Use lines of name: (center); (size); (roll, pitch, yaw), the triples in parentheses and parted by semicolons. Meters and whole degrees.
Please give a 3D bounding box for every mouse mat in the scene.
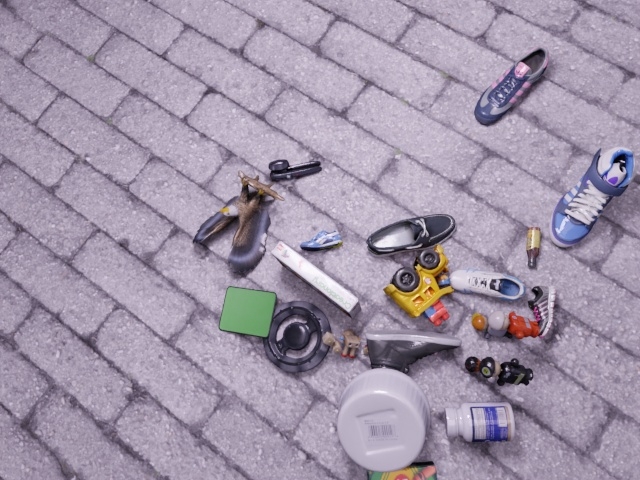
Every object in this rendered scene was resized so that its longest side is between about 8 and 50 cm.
mouse mat: (-0.241, 0.234, 1.789); (0.190, 0.007, 0.152); (6, 76, 22)

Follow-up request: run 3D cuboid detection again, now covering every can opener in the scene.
can opener: (-0.087, -0.245, 1.887); (0.186, 0.073, 0.059); (-4, 67, -3)

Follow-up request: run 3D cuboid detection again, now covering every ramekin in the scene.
ramekin: (0.178, 0.525, 1.567); (0.277, 0.135, 0.277); (2, 97, 12)

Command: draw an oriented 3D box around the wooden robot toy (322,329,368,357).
wooden robot toy: (0.081, 0.318, 1.718); (0.173, 0.079, 0.076); (12, 116, -19)

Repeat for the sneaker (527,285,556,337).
sneaker: (0.672, 0.214, 1.670); (0.075, 0.063, 0.170); (12, 73, 10)

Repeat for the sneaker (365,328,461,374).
sneaker: (0.284, 0.355, 1.671); (0.296, 0.104, 0.147); (1, 92, -2)

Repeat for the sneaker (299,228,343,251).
sneaker: (0.000, 0.000, 1.815); (0.144, 0.053, 0.059); (-10, 75, -4)

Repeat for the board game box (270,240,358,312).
board game box: (-0.009, 0.128, 1.709); (0.305, 0.193, 0.053); (36, 82, 15)

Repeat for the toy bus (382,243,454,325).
toy bus: (0.336, 0.149, 1.687); (0.220, 0.149, 0.211); (-40, 79, -6)

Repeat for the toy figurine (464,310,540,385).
toy figurine: (0.517, 0.311, 1.586); (0.148, 0.209, 0.213); (14, 81, -7)

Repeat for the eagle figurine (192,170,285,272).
eagle figurine: (-0.273, -0.076, 1.823); (0.298, 0.225, 0.226); (-64, 31, 19)

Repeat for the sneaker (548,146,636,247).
sneaker: (0.830, -0.142, 1.650); (0.130, 0.236, 0.323); (36, 82, 14)

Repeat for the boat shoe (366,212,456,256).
boat shoe: (0.298, -0.020, 1.761); (0.302, 0.091, 0.114); (-22, 74, 1)

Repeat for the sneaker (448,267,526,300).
sneaker: (0.520, 0.133, 1.698); (0.237, 0.086, 0.085); (9, 79, 11)

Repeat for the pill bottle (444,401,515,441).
pill bottle: (0.461, 0.530, 1.588); (0.187, 0.112, 0.112); (-3, 75, 7)

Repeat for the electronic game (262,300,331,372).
electronic game: (-0.076, 0.307, 1.745); (0.229, 0.048, 0.229); (-4, 75, 15)

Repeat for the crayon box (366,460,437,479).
crayon box: (0.244, 0.812, 1.559); (0.202, 0.081, 0.318); (-5, 76, 5)

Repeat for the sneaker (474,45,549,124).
sneaker: (0.641, -0.533, 1.830); (0.112, 0.131, 0.319); (42, 84, 15)

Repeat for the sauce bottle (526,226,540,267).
sauce bottle: (0.677, 0.021, 1.728); (0.042, 0.042, 0.128); (7, 75, 9)
